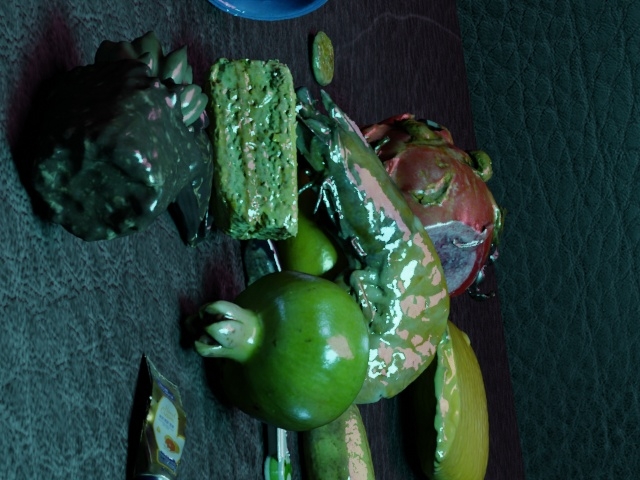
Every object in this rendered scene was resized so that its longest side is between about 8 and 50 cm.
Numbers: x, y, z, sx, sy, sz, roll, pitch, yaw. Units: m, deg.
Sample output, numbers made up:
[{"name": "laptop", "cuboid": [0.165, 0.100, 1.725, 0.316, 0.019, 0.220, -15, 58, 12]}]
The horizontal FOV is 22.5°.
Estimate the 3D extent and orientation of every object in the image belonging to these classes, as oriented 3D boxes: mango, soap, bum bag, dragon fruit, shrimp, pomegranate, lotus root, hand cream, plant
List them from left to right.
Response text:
[{"name": "plant", "cuboid": [-0.176, -0.092, 1.420, 0.194, 0.129, 0.132, -71, 153, -52]}, {"name": "hand cream", "cuboid": [-0.155, 0.186, 1.534, 0.062, 0.039, 0.163, 47, 33, -39]}, {"name": "bum bag", "cuboid": [-0.144, -0.090, 1.648, 0.248, 0.069, 0.102, 88, -16, -63]}, {"name": "pomegranate", "cuboid": [-0.038, 0.113, 1.734, 0.210, 0.179, 0.179, 41, 44, -67]}, {"name": "mango", "cuboid": [-0.005, 0.003, 2.076, 0.137, 0.098, 0.195, 2, 74, -72]}, {"name": "shrimp", "cuboid": [0.000, 0.000, 1.965, 0.272, 0.085, 0.445, -32, 107, -25]}, {"name": "lotus root", "cuboid": [0.028, 0.305, 2.051, 0.110, 0.097, 0.258, 52, 25, -75]}, {"name": "dragon fruit", "cuboid": [0.119, -0.053, 2.240, 0.291, 0.269, 0.250, -113, -154, -50]}, {"name": "soap", "cuboid": [0.213, 0.279, 2.710, 0.427, 0.115, 0.306, 51, 31, -64]}]

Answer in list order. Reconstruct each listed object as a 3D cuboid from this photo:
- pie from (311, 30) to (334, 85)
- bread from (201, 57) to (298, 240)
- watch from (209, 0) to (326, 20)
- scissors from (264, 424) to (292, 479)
[{"name": "pie", "cuboid": [0.001, -0.269, 2.368, 0.084, 0.021, 0.084, -4, 90, -73]}, {"name": "bread", "cuboid": [-0.079, -0.096, 1.779, 0.138, 0.102, 0.196, 133, -45, -81]}, {"name": "watch", "cuboid": [-0.059, -0.359, 1.871, 0.200, 0.196, 0.171, 49, 45, -52]}, {"name": "scissors", "cuboid": [-0.049, 0.277, 1.897, 0.101, 0.027, 0.204, 21, 64, -76]}]
